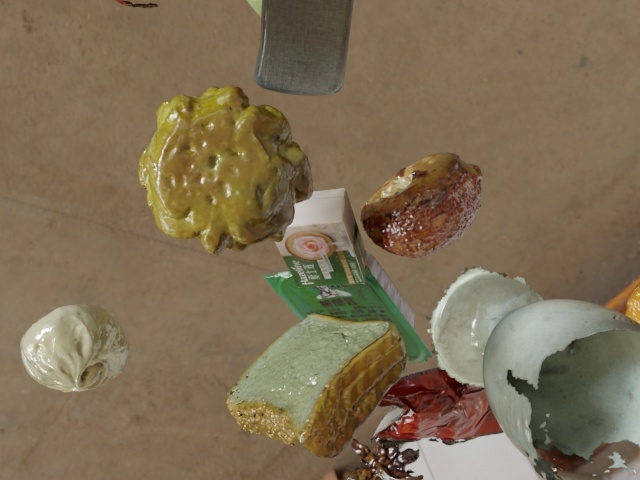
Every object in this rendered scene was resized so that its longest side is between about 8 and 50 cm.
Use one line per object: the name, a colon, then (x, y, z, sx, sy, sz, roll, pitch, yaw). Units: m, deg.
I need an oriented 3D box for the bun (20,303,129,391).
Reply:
bun: (-0.406, 0.196, 1.260, 0.183, 0.102, 0.183, -14, 133, -15)

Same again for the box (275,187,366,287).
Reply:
box: (0.000, 0.000, 1.370, 0.135, 0.081, 0.199, -6, 140, 14)

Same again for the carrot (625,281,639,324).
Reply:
carrot: (0.674, 0.169, 1.327, 0.100, 0.258, 0.307, -41, 105, -36)

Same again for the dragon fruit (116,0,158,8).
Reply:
dragon fruit: (-0.240, -0.385, 0.875, 0.210, 0.268, 0.205, 10, 104, -25)

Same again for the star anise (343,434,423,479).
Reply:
star anise: (0.116, 0.431, 1.418, 0.168, 0.168, 0.057, -28, 153, 6)

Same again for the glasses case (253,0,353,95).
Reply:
glasses case: (-0.016, -0.366, 1.048, 0.131, 0.074, 0.323, 4, 106, -9)

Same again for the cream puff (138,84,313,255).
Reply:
cream puff: (-0.136, -0.101, 1.074, 0.244, 0.196, 0.244, -8, 106, -29)

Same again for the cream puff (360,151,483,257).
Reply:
cream puff: (0.196, -0.062, 1.403, 0.240, 0.240, 0.164, -39, 101, 17)

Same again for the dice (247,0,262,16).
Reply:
dice: (-0.057, -0.614, 1.586, 0.250, 0.252, 0.254, -29, 173, 19)

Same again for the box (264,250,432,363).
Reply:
box: (0.080, 0.136, 1.631, 0.264, 0.106, 0.336, -9, 132, 36)

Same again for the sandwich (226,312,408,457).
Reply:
sandwich: (-0.006, 0.199, 1.103, 0.226, 0.251, 0.087, -40, 110, -27)

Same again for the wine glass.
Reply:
wine glass: (0.260, 0.144, 0.882, 0.191, 0.357, 0.190, -2, 101, -10)

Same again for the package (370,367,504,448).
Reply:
package: (0.217, 0.295, 1.341, 0.270, 0.071, 0.194, -4, 128, -5)
